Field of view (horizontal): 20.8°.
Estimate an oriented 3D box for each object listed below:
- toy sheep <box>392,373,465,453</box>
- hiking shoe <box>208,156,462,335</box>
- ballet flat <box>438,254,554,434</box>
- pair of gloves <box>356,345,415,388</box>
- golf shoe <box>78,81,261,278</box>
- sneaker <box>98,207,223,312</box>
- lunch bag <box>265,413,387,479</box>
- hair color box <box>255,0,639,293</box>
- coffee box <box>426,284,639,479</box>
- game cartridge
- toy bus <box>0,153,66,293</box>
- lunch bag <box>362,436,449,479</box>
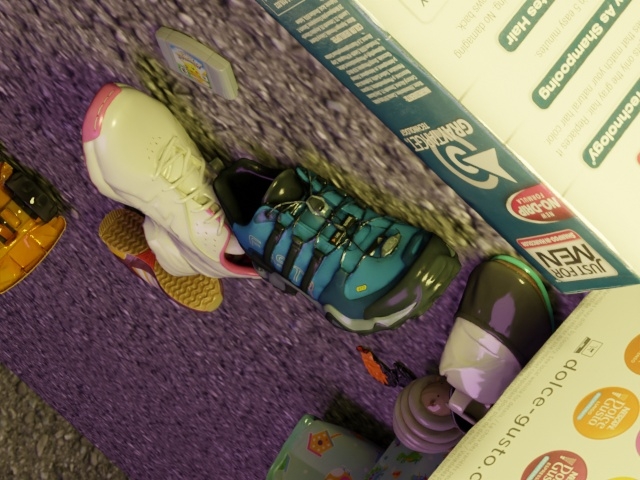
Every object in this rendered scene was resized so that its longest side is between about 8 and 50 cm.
[{"bbox_3d":[0.120,0.188,1.866,0.091,0.091,0.132,36,143,7],"label":"toy sheep"},{"bbox_3d":[0.000,0.000,1.603,0.304,0.113,0.132,12,149,53],"label":"hiking shoe"},{"bbox_3d":[0.158,0.114,1.601,0.095,0.096,0.280,33,160,19],"label":"ballet flat"},{"bbox_3d":[0.081,0.153,1.971,0.083,0.010,0.074,20,154,42],"label":"pair of gloves"},{"bbox_3d":[-0.133,-0.056,1.765,0.140,0.115,0.306,15,159,28],"label":"golf shoe"},{"bbox_3d":[-0.183,0.030,2.108,0.185,0.069,0.084,38,171,22],"label":"sneaker"},{"bbox_3d":[0.045,0.341,2.258,0.223,0.160,0.262,32,173,10],"label":"lunch bag"},{"bbox_3d":[0.090,-0.146,1.000,0.347,0.174,0.105,43,162,-12],"label":"hair color box"},{"bbox_3d":[0.301,0.280,1.305,0.334,0.337,0.338,20,149,44],"label":"coffee box"},{"bbox_3d":[-0.114,-0.163,1.592,0.083,0.017,0.056,30,156,25],"label":"game cartridge"},{"bbox_3d":[-0.459,-0.050,2.342,0.220,0.149,0.211,44,177,-9],"label":"toy bus"},{"bbox_3d":[0.135,0.282,1.983,0.151,0.129,0.096,48,161,-30],"label":"lunch bag"}]
